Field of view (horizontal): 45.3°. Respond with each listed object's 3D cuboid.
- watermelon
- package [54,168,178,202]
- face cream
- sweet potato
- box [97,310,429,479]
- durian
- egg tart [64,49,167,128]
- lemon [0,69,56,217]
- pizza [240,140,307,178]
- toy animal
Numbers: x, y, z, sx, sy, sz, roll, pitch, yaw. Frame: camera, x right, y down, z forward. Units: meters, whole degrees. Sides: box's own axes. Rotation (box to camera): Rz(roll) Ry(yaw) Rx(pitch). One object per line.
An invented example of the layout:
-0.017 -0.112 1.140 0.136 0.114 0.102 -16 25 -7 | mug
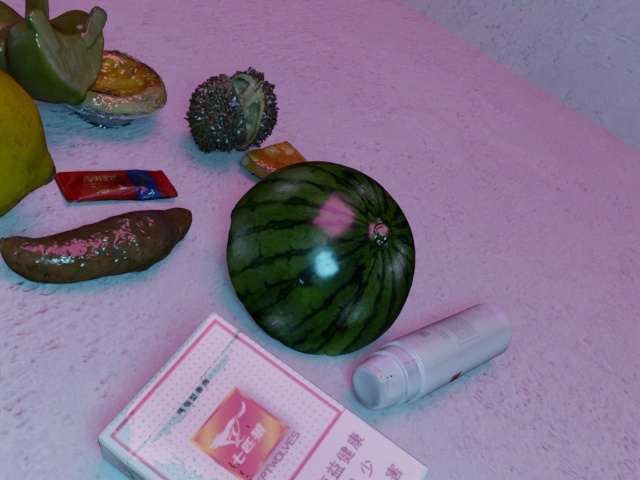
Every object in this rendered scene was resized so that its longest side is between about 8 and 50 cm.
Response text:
0.022 0.002 1.219 0.331 0.189 0.331 18 51 -24 | watermelon
-0.352 -0.096 1.333 0.200 0.022 0.083 -6 45 -36 | package
0.181 0.187 1.234 0.345 0.102 0.102 -15 51 -44 | face cream
-0.304 0.002 1.171 0.114 0.092 0.341 28 29 34 | sweet potato
-0.067 0.262 0.910 0.330 0.095 0.210 35 60 10 | box
-0.176 -0.248 1.517 0.196 0.196 0.167 0 70 -33 | durian
-0.413 -0.290 1.488 0.234 0.094 0.234 14 37 -11 | egg tart
-0.527 -0.141 1.070 0.310 0.258 0.258 14 35 -27 | lemon
-0.073 -0.148 1.563 0.175 0.046 0.134 22 36 -6 | pizza
-0.552 -0.353 1.337 0.363 0.180 0.181 18 34 19 | toy animal
